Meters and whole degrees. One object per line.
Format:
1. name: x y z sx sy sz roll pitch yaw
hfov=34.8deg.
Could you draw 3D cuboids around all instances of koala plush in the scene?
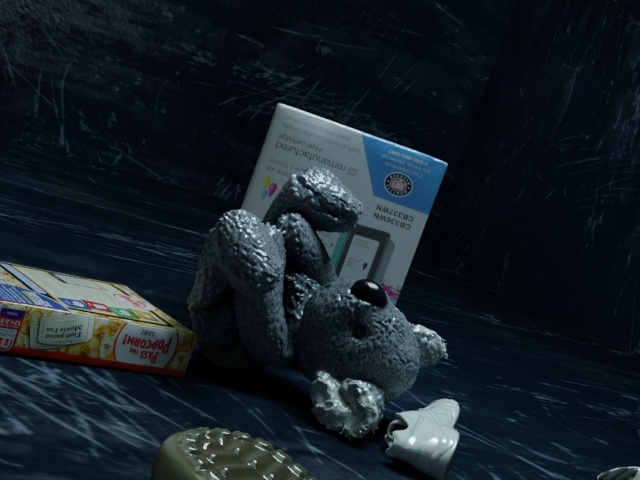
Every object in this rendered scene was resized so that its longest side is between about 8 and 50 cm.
1. koala plush: 0.004 0.080 0.981 0.221 0.203 0.196 34 36 15

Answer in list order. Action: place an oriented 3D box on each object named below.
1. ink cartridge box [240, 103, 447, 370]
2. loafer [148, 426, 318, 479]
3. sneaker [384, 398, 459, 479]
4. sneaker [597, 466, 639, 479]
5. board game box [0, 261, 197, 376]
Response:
1. ink cartridge box: 0.000 0.000 1.185 0.198 0.270 0.197 19 7 -3
2. loafer: 0.022 0.182 0.376 0.268 0.092 0.102 41 17 29
3. sneaker: 0.093 0.171 0.931 0.061 0.053 0.152 17 5 6
4. sneaker: 0.313 0.259 0.720 0.279 0.107 0.118 26 -11 32
5. board game box: -0.229 0.065 0.909 0.194 0.045 0.147 15 6 -40
